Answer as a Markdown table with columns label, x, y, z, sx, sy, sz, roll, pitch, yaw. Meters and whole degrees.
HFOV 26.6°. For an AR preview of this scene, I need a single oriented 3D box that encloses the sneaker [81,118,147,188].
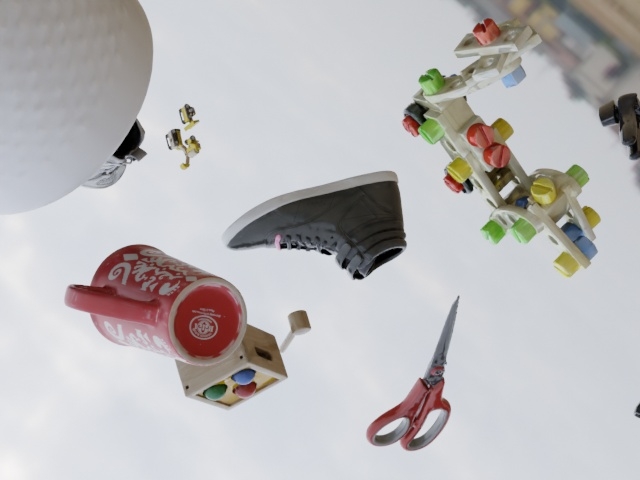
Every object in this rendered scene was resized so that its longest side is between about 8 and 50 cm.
| label | x | y | z | sx | sy | sz | roll | pitch | yaw |
| --- | --- | --- | --- | --- | --- | --- | --- | --- | --- |
| sneaker | -0.282 | -0.120 | 1.776 | 0.115 | 0.105 | 0.281 | 25 | 168 | 5 |

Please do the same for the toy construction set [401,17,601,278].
| label | x | y | z | sx | sy | sz | roll | pitch | yaw |
| --- | --- | --- | --- | --- | --- | --- | --- | --- | --- |
| toy construction set | 0.221 | -0.117 | 1.670 | 0.215 | 0.151 | 0.328 | 29 | 146 | 61 |

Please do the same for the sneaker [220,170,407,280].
| label | x | y | z | sx | sy | sz | roll | pitch | yaw |
| --- | --- | --- | --- | --- | --- | --- | --- | --- | --- |
| sneaker | 0.000 | 0.000 | 2.103 | 0.104 | 0.295 | 0.147 | 89 | 163 | -71 |

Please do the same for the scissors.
| label | x | y | z | sx | sy | sz | roll | pitch | yaw |
| --- | --- | --- | --- | --- | --- | --- | --- | --- | --- |
| scissors | 0.147 | 0.169 | 1.689 | 0.109 | 0.297 | 0.021 | 5 | -138 | -26 |

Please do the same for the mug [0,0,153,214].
| label | x | y | z | sx | sy | sz | roll | pitch | yaw |
| --- | --- | --- | --- | --- | --- | --- | --- | --- | --- |
| mug | -0.332 | -0.255 | 1.228 | 0.276 | 0.374 | 0.328 | 14 | 164 | 30 |

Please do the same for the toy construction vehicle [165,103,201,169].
| label | x | y | z | sx | sy | sz | roll | pitch | yaw |
| --- | --- | --- | --- | --- | --- | --- | --- | --- | --- |
| toy construction vehicle | -0.246 | -0.191 | 2.508 | 0.035 | 0.086 | 0.098 | -1 | -115 | -41 |

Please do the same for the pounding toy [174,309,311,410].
| label | x | y | z | sx | sy | sz | roll | pitch | yaw |
| --- | --- | --- | --- | --- | --- | --- | --- | --- | --- |
| pounding toy | -0.098 | 0.197 | 2.209 | 0.181 | 0.206 | 0.094 | 30 | -145 | -56 |

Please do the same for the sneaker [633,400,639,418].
| label | x | y | z | sx | sy | sz | roll | pitch | yaw |
| --- | --- | --- | --- | --- | --- | --- | --- | --- | --- |
| sneaker | 0.329 | 0.140 | 1.271 | 0.170 | 0.089 | 0.051 | 68 | -171 | 27 |

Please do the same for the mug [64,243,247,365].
| label | x | y | z | sx | sy | sz | roll | pitch | yaw |
| --- | --- | --- | --- | --- | --- | --- | --- | --- | --- |
| mug | -0.171 | 0.078 | 1.410 | 0.169 | 0.150 | 0.113 | 13 | 124 | 55 |

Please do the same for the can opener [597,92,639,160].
| label | x | y | z | sx | sy | sz | roll | pitch | yaw |
| --- | --- | --- | --- | --- | --- | --- | --- | --- | --- |
| can opener | 0.464 | -0.166 | 2.032 | 0.059 | 0.073 | 0.186 | 49 | -158 | -20 |
